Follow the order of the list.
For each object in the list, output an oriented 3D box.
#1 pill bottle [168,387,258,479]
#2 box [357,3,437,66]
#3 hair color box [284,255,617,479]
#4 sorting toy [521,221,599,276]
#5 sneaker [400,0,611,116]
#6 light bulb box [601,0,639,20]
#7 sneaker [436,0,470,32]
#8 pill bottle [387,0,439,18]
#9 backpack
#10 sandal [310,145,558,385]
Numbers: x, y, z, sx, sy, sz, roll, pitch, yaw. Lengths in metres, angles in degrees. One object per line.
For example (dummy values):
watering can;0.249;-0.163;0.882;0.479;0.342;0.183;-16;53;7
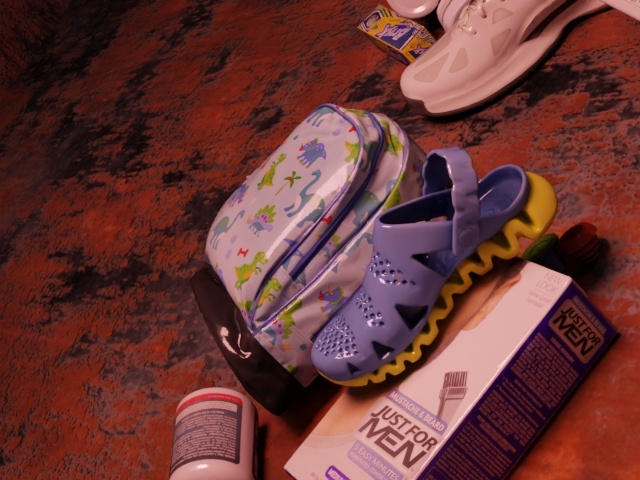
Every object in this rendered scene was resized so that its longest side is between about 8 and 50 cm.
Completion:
pill bottle;-0.131;0.280;1.426;0.108;0.108;0.180;-30;35;23
box;0.126;-0.320;1.846;0.054;0.059;0.169;-48;32;2
hair color box;0.134;0.172;1.246;0.339;0.110;0.185;-49;31;-9
sorting toy;0.276;0.018;1.324;0.102;0.042;0.061;-26;20;49
sneaker;0.247;-0.377;1.584;0.447;0.257;0.169;-36;34;16
light bulb box;0.470;-0.385;1.236;0.361;0.225;0.358;-69;27;20
sneaker;0.271;-0.415;1.752;0.258;0.094;0.091;-42;37;7
pill bottle;0.157;-0.408;1.847;0.087;0.087;0.160;-31;11;22
backpack;0.000;0.000;1.492;0.356;0.273;0.290;-32;26;-1
sandal;0.097;0.017;1.239;0.317;0.138;0.126;-48;31;0
